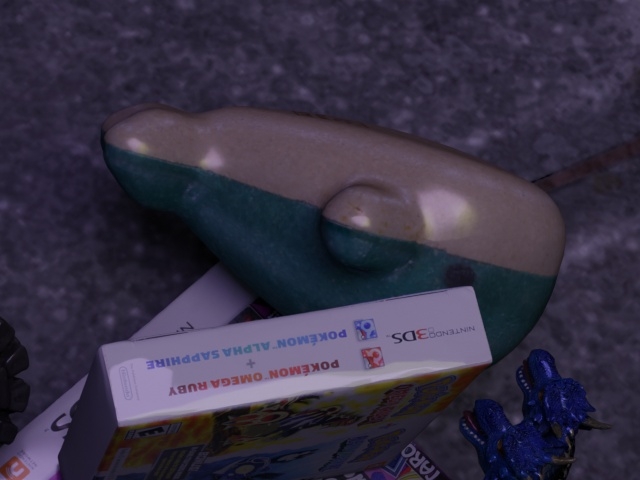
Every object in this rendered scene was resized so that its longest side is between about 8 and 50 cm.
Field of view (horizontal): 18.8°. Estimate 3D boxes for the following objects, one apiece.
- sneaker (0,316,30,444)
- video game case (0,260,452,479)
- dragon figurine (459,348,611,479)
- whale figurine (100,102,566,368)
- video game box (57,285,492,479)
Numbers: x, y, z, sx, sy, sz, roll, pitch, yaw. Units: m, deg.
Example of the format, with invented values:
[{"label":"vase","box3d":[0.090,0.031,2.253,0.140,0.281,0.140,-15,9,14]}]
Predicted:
[{"label":"sneaker","box3d":[-0.317,0.142,1.015,0.343,0.134,0.146,-40,43,-18]},{"label":"video game case","box3d":[-0.049,0.155,1.091,0.232,0.042,0.210,45,65,9]},{"label":"dragon figurine","box3d":[0.122,0.205,1.019,0.085,0.144,0.289,-17,88,-26]},{"label":"whale figurine","box3d":[0.000,0.000,1.101,0.272,0.216,0.141,14,97,-11]},{"label":"video game box","box3d":[-0.031,0.088,0.988,0.187,0.205,0.048,-11,72,-17]}]
